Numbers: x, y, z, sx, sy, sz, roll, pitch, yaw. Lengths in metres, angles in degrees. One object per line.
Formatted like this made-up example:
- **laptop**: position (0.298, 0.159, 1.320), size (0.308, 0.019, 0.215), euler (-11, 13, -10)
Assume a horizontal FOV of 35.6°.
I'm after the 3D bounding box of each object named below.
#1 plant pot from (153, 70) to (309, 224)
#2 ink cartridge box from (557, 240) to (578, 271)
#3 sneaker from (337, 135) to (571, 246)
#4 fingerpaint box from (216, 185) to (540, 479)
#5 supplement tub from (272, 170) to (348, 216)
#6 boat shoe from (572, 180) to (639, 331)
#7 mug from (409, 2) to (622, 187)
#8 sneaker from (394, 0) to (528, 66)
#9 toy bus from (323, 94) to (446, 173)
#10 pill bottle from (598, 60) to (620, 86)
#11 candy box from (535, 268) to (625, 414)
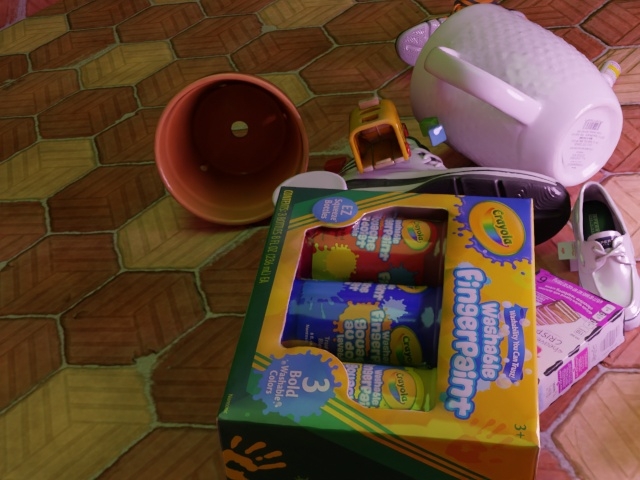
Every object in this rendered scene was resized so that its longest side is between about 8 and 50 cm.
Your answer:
- **plant pot**: position (-0.165, -0.196, 1.947), size (0.291, 0.290, 0.203), euler (-10, 18, 4)
- **ink cartridge box**: position (0.431, 0.024, 1.630), size (0.083, 0.028, 0.048), euler (-3, 37, 12)
- **sneaker**: position (0.220, -0.112, 1.769), size (0.448, 0.169, 0.257), euler (-2, 38, 20)
- **fingerpaint box**: position (0.094, 0.126, 1.321), size (0.371, 0.163, 0.444), euler (4, 42, 8)
- **supplement tub**: position (0.000, 0.000, 1.658), size (0.144, 0.199, 0.144), euler (-9, 35, 7)
- **boat shoe**: position (0.438, 0.020, 1.550), size (0.095, 0.084, 0.258), euler (-13, 50, 5)
- **mug**: position (0.337, -0.255, 1.784), size (0.374, 0.276, 0.328), euler (15, 20, -45)
- **sneaker**: position (0.306, -0.482, 2.318), size (0.321, 0.124, 0.180), euler (-10, 30, -14)
- **toy bus**: position (0.099, -0.202, 1.776), size (0.191, 0.104, 0.202), euler (-37, 29, -32)
- **pill bottle**: position (0.589, -0.336, 2.065), size (0.043, 0.043, 0.083), euler (11, 42, 31)
- **candy box**: position (0.309, 0.151, 1.458), size (0.233, 0.071, 0.159), euler (-34, 41, -26)
